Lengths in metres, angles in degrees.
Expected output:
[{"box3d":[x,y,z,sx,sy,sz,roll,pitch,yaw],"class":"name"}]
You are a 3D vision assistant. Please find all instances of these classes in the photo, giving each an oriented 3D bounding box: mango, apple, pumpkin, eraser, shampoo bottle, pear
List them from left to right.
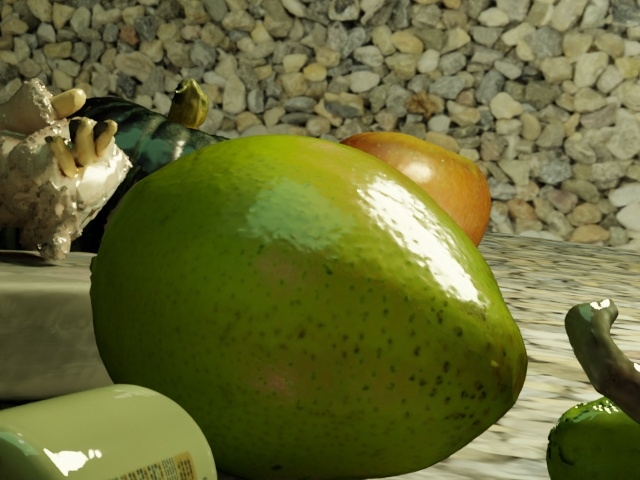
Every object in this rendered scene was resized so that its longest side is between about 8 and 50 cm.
[{"box3d":[-0.235,0.050,0.974,0.397,0.082,0.213,2,6,-38],"class":"eraser"},{"box3d":[-0.087,0.095,0.597,0.079,0.079,0.162,7,5,22],"class":"shampoo bottle"},{"box3d":[-0.134,-0.025,1.269,0.250,0.216,0.250,22,6,-2],"class":"pumpkin"},{"box3d":[0.000,0.039,0.808,0.220,0.187,0.187,9,5,19],"class":"pear"},{"box3d":[0.097,-0.035,1.931,0.235,0.173,0.210,13,-5,-33],"class":"apple"},{"box3d":[0.180,0.102,0.782,0.165,0.091,0.074,6,16,-22],"class":"mango"}]

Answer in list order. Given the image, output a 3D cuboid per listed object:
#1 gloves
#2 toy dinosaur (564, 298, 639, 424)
[{"box3d":[-0.190,-0.039,1.023,0.144,0.110,0.094,8,-38,35],"class":"gloves"},{"box3d":[0.238,0.085,0.714,0.294,0.162,0.077,-2,-31,-25],"class":"toy dinosaur"}]
